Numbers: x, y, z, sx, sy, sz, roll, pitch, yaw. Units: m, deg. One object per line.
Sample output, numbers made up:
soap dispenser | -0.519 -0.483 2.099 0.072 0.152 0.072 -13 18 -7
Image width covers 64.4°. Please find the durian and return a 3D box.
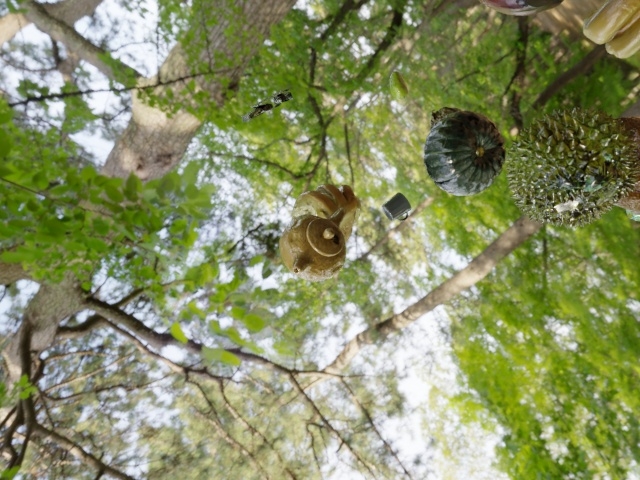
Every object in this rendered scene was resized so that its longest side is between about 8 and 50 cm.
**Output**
durian | 0.533 -0.164 1.100 0.291 0.291 0.224 26 -125 -30

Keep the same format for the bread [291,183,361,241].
bread | 0.015 -0.085 1.914 0.211 0.315 0.270 40 -127 17

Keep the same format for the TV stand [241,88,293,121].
TV stand | -0.170 -0.434 1.633 0.249 0.036 0.042 -46 -52 -47

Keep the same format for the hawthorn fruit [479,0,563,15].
hawthorn fruit | 0.380 -0.547 0.994 0.215 0.215 0.250 14 -169 -43

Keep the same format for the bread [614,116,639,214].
bread | 0.815 -0.212 1.332 0.135 0.232 0.246 3 -129 -18

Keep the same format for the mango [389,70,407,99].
mango | 0.281 -0.560 1.836 0.073 0.056 0.108 -1 -101 -55

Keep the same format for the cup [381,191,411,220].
cup | 0.267 -0.106 1.766 0.100 0.077 0.078 57 172 -24

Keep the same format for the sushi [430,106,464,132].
sushi | 0.422 -0.315 1.614 0.115 0.147 0.212 -42 -49 -74

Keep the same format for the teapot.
teapot | 0.000 0.000 1.485 0.203 0.167 0.311 43 -129 -5

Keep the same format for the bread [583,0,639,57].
bread | 1.067 -0.799 1.638 0.245 0.424 0.329 40 -162 -12

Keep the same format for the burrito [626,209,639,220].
burrito | 0.887 -0.175 1.471 0.104 0.054 0.287 3 -116 1

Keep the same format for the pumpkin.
pumpkin | 0.377 -0.227 1.330 0.221 0.220 0.162 35 175 -18
